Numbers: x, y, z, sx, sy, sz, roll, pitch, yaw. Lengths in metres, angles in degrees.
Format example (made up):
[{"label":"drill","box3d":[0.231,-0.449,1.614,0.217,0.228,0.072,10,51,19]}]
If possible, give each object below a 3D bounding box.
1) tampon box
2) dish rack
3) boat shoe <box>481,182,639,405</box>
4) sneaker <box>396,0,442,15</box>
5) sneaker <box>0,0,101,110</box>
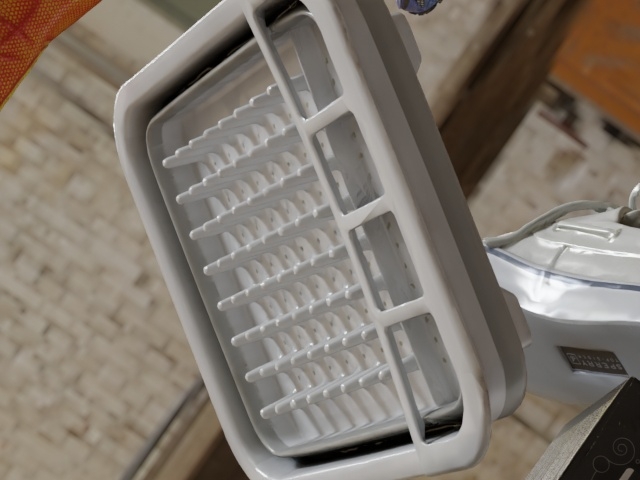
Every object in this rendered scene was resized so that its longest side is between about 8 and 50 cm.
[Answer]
[{"label":"tampon box","box3d":[0.192,0.173,1.224,0.120,0.101,0.161,36,162,3]},{"label":"dish rack","box3d":[0.000,0.000,1.139,0.333,0.072,0.285,-26,86,62]},{"label":"boat shoe","box3d":[0.217,0.026,1.454,0.136,0.156,0.367,55,157,-21]},{"label":"sneaker","box3d":[0.033,-0.236,1.185,0.083,0.087,0.221,-78,-24,-56]},{"label":"sneaker","box3d":[-0.159,-0.070,0.868,0.067,0.175,0.064,56,158,-7]}]
